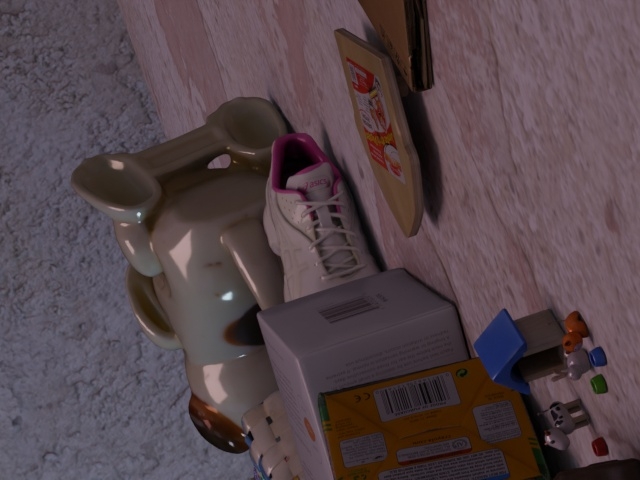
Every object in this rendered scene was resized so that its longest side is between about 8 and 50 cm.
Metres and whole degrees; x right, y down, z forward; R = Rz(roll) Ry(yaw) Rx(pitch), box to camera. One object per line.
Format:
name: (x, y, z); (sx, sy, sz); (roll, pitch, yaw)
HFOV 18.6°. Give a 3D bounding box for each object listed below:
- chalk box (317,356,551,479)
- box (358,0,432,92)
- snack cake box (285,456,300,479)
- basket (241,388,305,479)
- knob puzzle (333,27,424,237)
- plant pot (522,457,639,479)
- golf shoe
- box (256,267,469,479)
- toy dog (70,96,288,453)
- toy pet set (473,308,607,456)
chalk box: (0.115, 0.278, 1.750); (0.179, 0.180, 0.289); (-104, 1, -55)
box: (0.046, -0.249, 1.687); (0.164, 0.021, 0.201); (81, 168, -46)
snack cake box: (0.026, 0.374, 2.433); (0.089, 0.152, 0.264); (-55, 29, 27)
basket: (0.039, 0.294, 2.297); (0.289, 0.201, 0.254); (45, -168, -43)
knob puzzle: (0.070, -0.096, 1.826); (0.213, 0.030, 0.213); (162, 90, -80)
plant pot: (0.190, 0.250, 1.413); (0.167, 0.167, 0.165); (116, 143, -78)
golf shoe: (0.000, 0.000, 2.201); (0.306, 0.115, 0.140); (-119, 17, -46)
box: (0.076, 0.228, 1.995); (0.215, 0.168, 0.345); (-141, 35, -74)
toy dog: (-0.089, 0.074, 2.537); (0.395, 0.285, 0.408); (33, 145, 47)
toy pet set: (0.168, 0.102, 1.506); (0.114, 0.065, 0.122); (-117, 13, -45)
